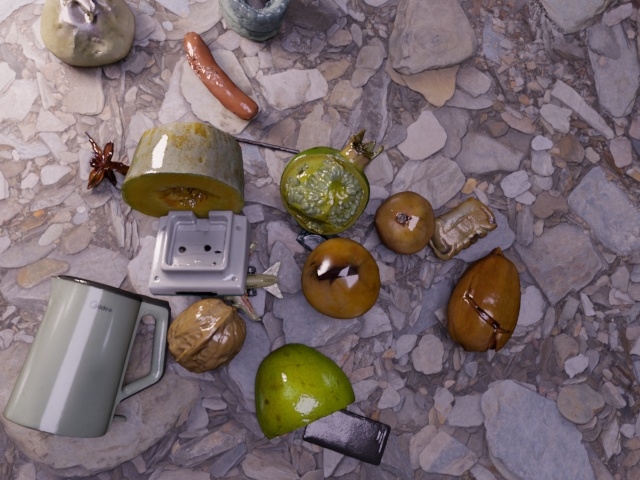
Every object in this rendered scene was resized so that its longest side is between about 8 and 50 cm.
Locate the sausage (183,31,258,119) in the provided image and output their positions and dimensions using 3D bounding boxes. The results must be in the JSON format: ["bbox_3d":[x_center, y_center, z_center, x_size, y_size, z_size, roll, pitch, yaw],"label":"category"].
[{"bbox_3d":[-0.311,-0.489,1.692,0.087,0.079,0.326,-40,89,0],"label":"sausage"}]

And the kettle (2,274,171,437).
[{"bbox_3d":[-0.587,0.311,1.493,0.361,0.250,0.376,20,77,-26],"label":"kettle"}]

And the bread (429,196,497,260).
[{"bbox_3d":[0.435,-0.039,1.744,0.225,0.081,0.134,-30,83,-9],"label":"bread"}]

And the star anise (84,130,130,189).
[{"bbox_3d":[-0.628,-0.239,1.633,0.158,0.144,0.140,-22,132,-4],"label":"star anise"}]

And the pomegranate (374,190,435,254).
[{"bbox_3d":[0.255,-0.052,1.668,0.191,0.191,0.191,1,83,-8],"label":"pomegranate"}]

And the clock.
[{"bbox_3d":[-0.333,0.033,1.551,0.263,0.116,0.231,0,60,4],"label":"clock"}]

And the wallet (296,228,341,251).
[{"bbox_3d":[0.000,0.000,1.702,0.129,0.026,0.088,33,80,-3],"label":"wallet"}]

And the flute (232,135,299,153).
[{"bbox_3d":[-0.197,-0.299,1.717,0.270,0.014,0.014,11,82,-7],"label":"flute"}]

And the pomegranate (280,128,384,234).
[{"bbox_3d":[0.038,-0.170,1.609,0.341,0.260,0.260,-44,91,11],"label":"pomegranate"}]

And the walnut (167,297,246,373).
[{"bbox_3d":[-0.309,0.260,1.534,0.198,0.198,0.245,45,120,-1],"label":"walnut"}]

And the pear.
[{"bbox_3d":[-0.066,0.405,1.590,0.288,0.139,0.239,-22,71,-6],"label":"pear"}]

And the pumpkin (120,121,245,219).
[{"bbox_3d":[-0.371,-0.191,1.539,0.333,0.332,0.199,1,68,-8],"label":"pumpkin"}]

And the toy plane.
[{"bbox_3d":[-0.232,0.120,1.622,0.245,0.092,0.228,-2,86,-8],"label":"toy plane"}]

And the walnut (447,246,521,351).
[{"bbox_3d":[0.494,0.171,1.670,0.209,0.209,0.336,19,74,-6],"label":"walnut"}]

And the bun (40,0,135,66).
[{"bbox_3d":[-0.675,-0.639,1.615,0.273,0.168,0.272,0,91,-6],"label":"bun"}]

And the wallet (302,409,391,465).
[{"bbox_3d":[0.079,0.567,1.646,0.244,0.025,0.124,21,81,-6],"label":"wallet"}]

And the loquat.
[{"bbox_3d":[0.057,0.110,1.597,0.235,0.235,0.234,1,83,-8],"label":"loquat"}]

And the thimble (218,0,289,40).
[{"bbox_3d":[-0.204,-0.741,1.695,0.205,0.172,0.250,-27,90,-15],"label":"thimble"}]
